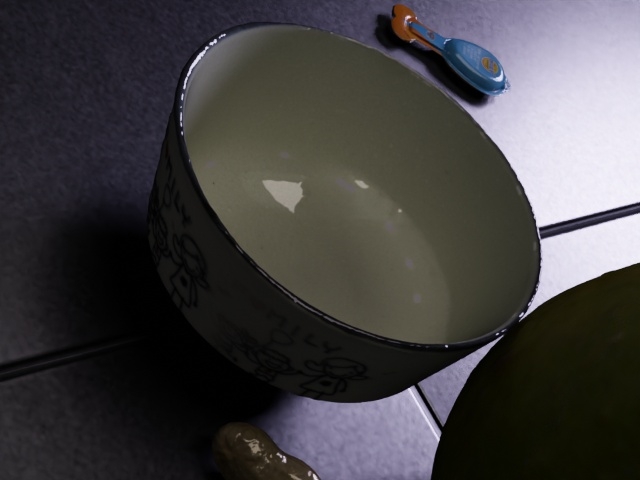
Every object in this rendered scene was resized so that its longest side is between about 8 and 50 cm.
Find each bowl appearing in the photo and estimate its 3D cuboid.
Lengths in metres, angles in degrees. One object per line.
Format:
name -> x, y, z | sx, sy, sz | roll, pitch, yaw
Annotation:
bowl -> 0.000, 0.000, 1.003 | 0.238, 0.126, 0.237 | 19, 43, -19

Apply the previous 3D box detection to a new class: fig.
fig -> 0.199, 0.122, 0.931 | 0.258, 0.326, 0.258 | 8, 59, -13

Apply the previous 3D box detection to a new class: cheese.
cheese -> 0.099, -0.142, 1.299 | 0.111, 0.017, 0.047 | 30, 40, -18

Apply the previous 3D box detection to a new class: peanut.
peanut -> -0.025, 0.131, 0.955 | 0.083, 0.037, 0.037 | 35, 41, -9
